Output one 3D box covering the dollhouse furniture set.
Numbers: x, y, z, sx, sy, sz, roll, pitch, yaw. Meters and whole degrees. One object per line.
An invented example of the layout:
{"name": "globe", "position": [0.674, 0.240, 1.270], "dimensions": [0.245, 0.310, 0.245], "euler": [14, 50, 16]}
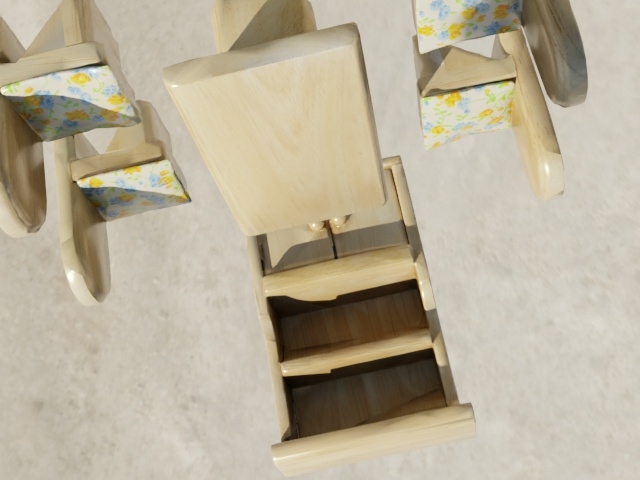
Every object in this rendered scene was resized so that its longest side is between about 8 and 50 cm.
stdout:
{"name": "dollhouse furniture set", "position": [0.000, 0.000, 0.744], "dimensions": [0.362, 0.394, 0.256], "euler": [-13, 65, 3]}
